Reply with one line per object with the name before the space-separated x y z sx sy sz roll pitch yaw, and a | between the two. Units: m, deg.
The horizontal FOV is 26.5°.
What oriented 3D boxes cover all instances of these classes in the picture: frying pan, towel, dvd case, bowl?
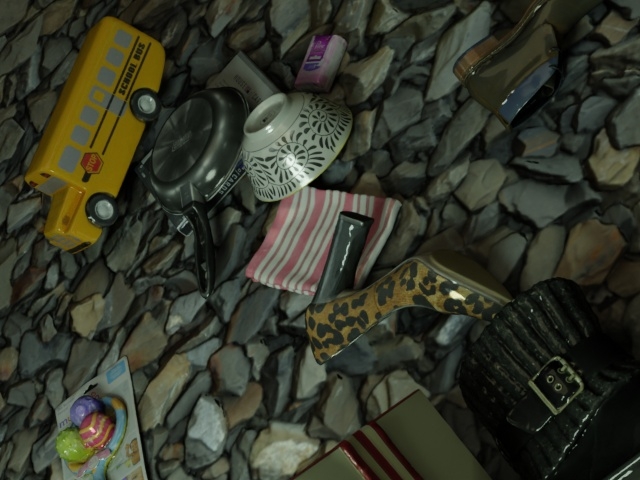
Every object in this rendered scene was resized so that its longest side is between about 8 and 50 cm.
frying pan | -0.188 -0.071 1.865 0.197 0.053 0.326 -9 60 47
towel | 0.000 0.000 1.706 0.197 0.029 0.144 11 71 45
dvd case | -0.151 -0.141 1.935 0.239 0.029 0.179 -47 42 6
bowl | -0.048 -0.140 1.776 0.170 0.080 0.170 -32 31 23

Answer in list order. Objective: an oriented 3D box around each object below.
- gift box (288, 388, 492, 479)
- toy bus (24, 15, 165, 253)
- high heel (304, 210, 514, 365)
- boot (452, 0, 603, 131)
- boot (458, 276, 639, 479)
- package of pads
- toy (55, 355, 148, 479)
gift box | 0.056 0.314 1.186 0.258 0.255 0.276 52 133 9
toy bus | -0.334 -0.154 2.010 0.108 0.130 0.333 -17 49 59
high heel | 0.101 0.096 1.542 0.261 0.093 0.186 26 108 32
boot | 0.273 -0.223 1.603 0.219 0.082 0.106 -36 66 12
boot | 0.301 0.124 1.278 0.348 0.131 0.260 -38 44 16
package of pads | 0.001 -0.242 1.868 0.050 0.032 0.083 5 66 40
toy | -0.301 0.263 1.773 0.137 0.056 0.237 -36 44 15
